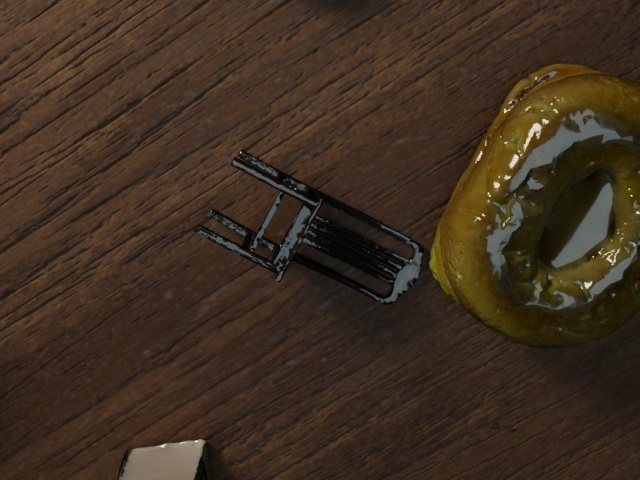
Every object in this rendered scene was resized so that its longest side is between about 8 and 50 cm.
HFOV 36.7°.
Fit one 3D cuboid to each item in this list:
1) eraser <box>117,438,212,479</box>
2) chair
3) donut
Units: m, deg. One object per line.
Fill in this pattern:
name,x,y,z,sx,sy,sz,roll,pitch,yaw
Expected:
eraser,-0.135,0.355,0.959,0.086,0.130,0.287,-9,100,-2
chair,0.000,0.000,0.901,0.212,0.101,0.084,28,100,-4
donut,0.229,-0.024,0.883,0.208,0.128,0.261,23,102,-5
